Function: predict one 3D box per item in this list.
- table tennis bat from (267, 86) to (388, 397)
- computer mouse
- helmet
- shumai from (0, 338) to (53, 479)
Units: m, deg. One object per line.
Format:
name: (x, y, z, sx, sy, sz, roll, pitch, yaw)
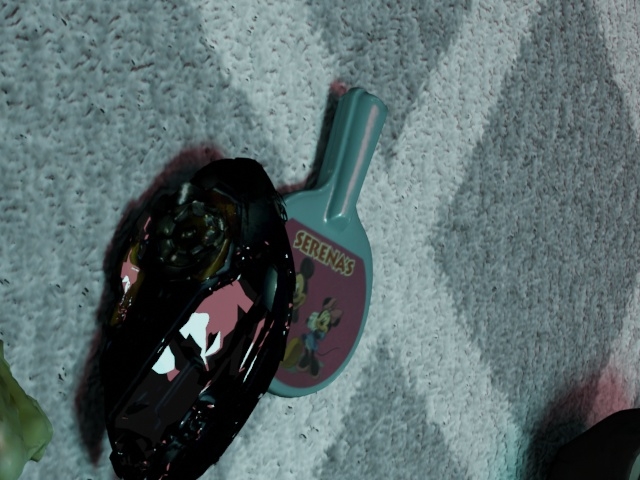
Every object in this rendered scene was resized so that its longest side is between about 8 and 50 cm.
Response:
table tennis bat: (0.000, 0.000, 1.129, 0.153, 0.040, 0.244, 33, 70, -49)
computer mouse: (-0.072, 0.053, 0.976, 0.146, 0.078, 0.241, 36, 66, -44)
helmet: (0.307, 0.279, 1.497, 0.305, 0.177, 0.225, -11, 97, -48)
shumai: (-0.259, 0.070, 0.666, 0.225, 0.222, 0.260, -46, 103, -9)
